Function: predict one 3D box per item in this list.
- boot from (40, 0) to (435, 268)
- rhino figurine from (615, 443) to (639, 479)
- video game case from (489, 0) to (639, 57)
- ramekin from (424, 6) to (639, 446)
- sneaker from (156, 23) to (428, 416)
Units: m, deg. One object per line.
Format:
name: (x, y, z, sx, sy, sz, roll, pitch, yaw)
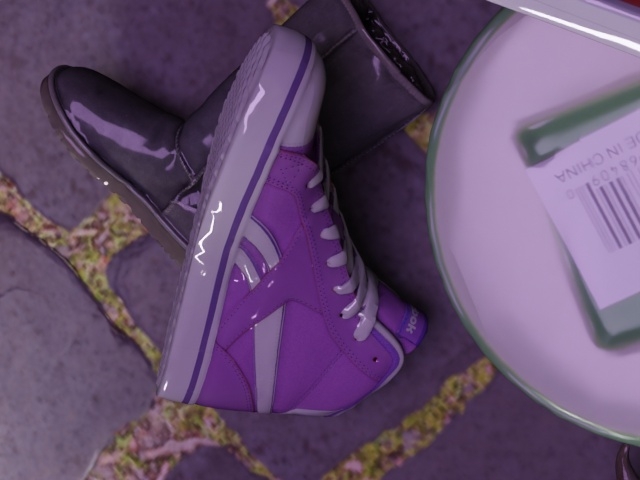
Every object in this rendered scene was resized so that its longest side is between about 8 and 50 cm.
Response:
boot: (-0.058, -0.097, 0.930, 0.189, 0.076, 0.208, 45, 121, -6)
rhino figurine: (0.264, 0.212, 0.854, 0.243, 0.073, 0.106, 49, 120, 5)
video game case: (0.220, -0.174, 0.704, 0.204, 0.285, 0.025, 24, 143, 17)
ramekin: (0.204, -0.031, 0.792, 0.303, 0.148, 0.303, 4, 102, 22)
sneaker: (0.000, 0.000, 0.883, 0.161, 0.102, 0.282, 12, 131, -5)
